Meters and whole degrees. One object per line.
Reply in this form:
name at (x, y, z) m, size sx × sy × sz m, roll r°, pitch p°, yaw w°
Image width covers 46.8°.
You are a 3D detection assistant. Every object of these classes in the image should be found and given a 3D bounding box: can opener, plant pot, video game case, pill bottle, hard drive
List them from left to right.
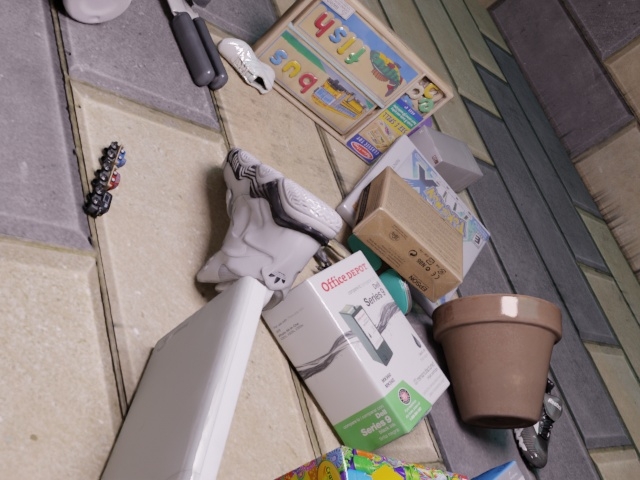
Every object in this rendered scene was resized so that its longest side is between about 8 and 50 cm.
pill bottle at (-0.414, -0.491, 1.278) m, size 0.119 × 0.119 × 0.208 m, roll 0°, pitch 60°, yaw -54°
hard drive at (-0.164, 0.196, 0.844) m, size 0.040 × 0.203 × 0.307 m, roll 40°, pitch 33°, yaw -22°
can opener at (-0.245, -0.439, 1.478) m, size 0.076 × 0.095 × 0.283 m, roll 3°, pitch 56°, yaw -52°
video game case at (0.221, -0.040, 1.679) m, size 0.329 × 0.036 × 0.300 m, roll 48°, pitch 51°, yaw -10°
plant pot at (0.357, 0.253, 1.496) m, size 0.263 × 0.263 × 0.229 m, roll 26°, pitch 58°, yaw -39°

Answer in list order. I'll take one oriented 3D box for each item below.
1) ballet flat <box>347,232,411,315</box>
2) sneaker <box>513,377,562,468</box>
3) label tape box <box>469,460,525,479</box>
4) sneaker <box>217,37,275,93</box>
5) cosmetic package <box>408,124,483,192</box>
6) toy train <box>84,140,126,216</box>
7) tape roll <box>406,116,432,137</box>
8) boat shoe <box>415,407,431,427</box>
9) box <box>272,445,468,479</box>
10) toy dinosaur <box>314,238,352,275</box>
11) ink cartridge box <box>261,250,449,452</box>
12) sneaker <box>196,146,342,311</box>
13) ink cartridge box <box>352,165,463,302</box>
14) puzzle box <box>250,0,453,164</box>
ballet flat at (0.132, 0.061, 1.521) m, size 0.203 × 0.074 × 0.074 m, roll 56°, pitch 30°, yaw 9°
sneaker at (0.485, 0.389, 1.634) m, size 0.078 × 0.106 × 0.234 m, roll 40°, pitch 33°, yaw -20°
label tape box at (0.325, 0.576, 1.223) m, size 0.249 × 0.115 × 0.347 m, roll -6°, pitch 62°, yaw -56°
sneaker at (-0.156, -0.373, 1.578) m, size 0.152 × 0.054 × 0.061 m, roll 34°, pitch 38°, yaw -30°
cosmetic package at (0.337, -0.223, 2.057) m, size 0.238 × 0.107 × 0.127 m, roll 10°, pitch 52°, yaw -46°
toy train at (-0.315, -0.094, 1.102) m, size 0.036 × 0.027 × 0.158 m, roll 38°, pitch 34°, yaw -31°
tape roll at (0.219, -0.363, 2.055) m, size 0.189 × 0.080 × 0.188 m, roll 35°, pitch 36°, yaw -30°
boat shoe at (0.174, 0.320, 1.350) m, size 0.035 × 0.035 × 0.100 m, roll 34°, pitch 23°, yaw 12°
box at (0.081, 0.452, 0.951) m, size 0.279 × 0.177 × 0.289 m, roll 26°, pitch 40°, yaw -40°
toy dinosaur at (0.000, 0.000, 1.412) m, size 0.268 × 0.064 × 0.118 m, roll 50°, pitch 24°, yaw -13°
ink cartridge box at (0.062, 0.182, 1.247) m, size 0.289 × 0.122 × 0.211 m, roll 56°, pitch 30°, yaw 5°
sneaker at (-0.118, -0.018, 1.202) m, size 0.137 × 0.210 × 0.366 m, roll 34°, pitch 2°, yaw -31°
ink cartridge box at (0.185, -0.014, 1.523) m, size 0.235 × 0.088 × 0.193 m, roll 41°, pitch 28°, yaw -13°
puzzle box at (0.065, -0.372, 1.667) m, size 0.409 × 0.272 × 0.052 m, roll 34°, pitch 34°, yaw -28°
